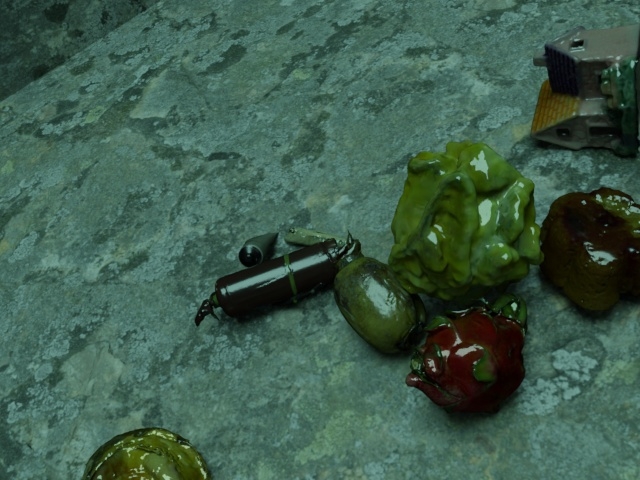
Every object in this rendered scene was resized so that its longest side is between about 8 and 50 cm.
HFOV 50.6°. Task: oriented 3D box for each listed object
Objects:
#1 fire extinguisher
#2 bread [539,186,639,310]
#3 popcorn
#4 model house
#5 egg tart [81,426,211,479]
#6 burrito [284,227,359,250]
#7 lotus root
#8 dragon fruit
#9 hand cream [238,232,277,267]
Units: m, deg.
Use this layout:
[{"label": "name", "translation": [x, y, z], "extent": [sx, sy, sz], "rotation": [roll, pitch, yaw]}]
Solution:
[{"label": "fire extinguisher", "translation": [-0.111, 0.102, 1.472], "extent": [0.341, 0.105, 0.141], "rotation": [-20, 21, 0]}, {"label": "bread", "translation": [0.541, 0.005, 1.292], "extent": [0.232, 0.135, 0.246], "rotation": [-13, 44, -8]}, {"label": "popcorn", "translation": [0.274, -0.030, 1.262], "extent": [0.312, 0.312, 0.312], "rotation": [-11, 48, 12]}, {"label": "model house", "translation": [0.588, -0.327, 1.500], "extent": [0.237, 0.237, 0.202], "rotation": [5, 59, 30]}, {"label": "egg tart", "translation": [-0.346, 0.474, 1.243], "extent": [0.297, 0.132, 0.297], "rotation": [-7, 52, 9]}, {"label": "burrito", "translation": [0.000, 0.000, 1.573], "extent": [0.186, 0.041, 0.045], "rotation": [11, 14, 30]}, {"label": "lotus root", "translation": [0.101, 0.105, 1.355], "extent": [0.154, 0.154, 0.278], "rotation": [-32, 62, -8]}, {"label": "dragon fruit", "translation": [0.266, 0.184, 1.203], "extent": [0.200, 0.198, 0.269], "rotation": [29, 59, -11]}, {"label": "hand cream", "translation": [-0.150, 0.016, 1.571], "extent": [0.087, 0.054, 0.186], "rotation": [-16, 14, 8]}]
